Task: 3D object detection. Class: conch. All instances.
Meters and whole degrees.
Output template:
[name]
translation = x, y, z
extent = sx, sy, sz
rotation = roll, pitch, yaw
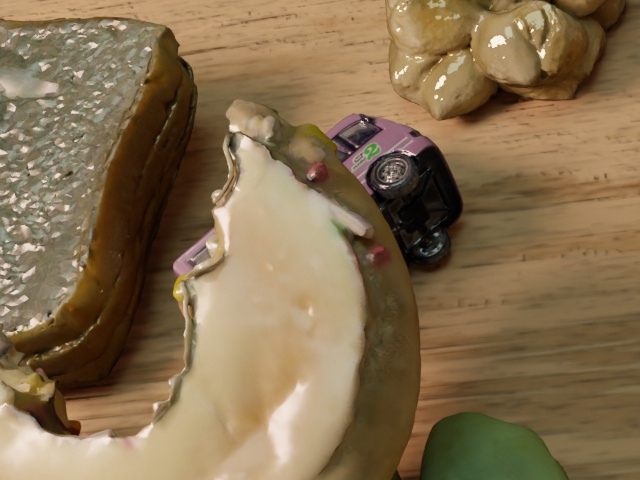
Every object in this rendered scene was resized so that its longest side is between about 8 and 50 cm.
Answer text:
[conch]
translation = 0.110, 0.213, 1.154
extent = 0.143, 0.137, 0.250
rotation = -21, 22, 37

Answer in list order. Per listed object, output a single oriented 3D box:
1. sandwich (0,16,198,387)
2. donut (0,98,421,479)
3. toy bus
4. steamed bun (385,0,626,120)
[sandwich]
translation = -0.244, -0.034, 1.445
extent = 0.271, 0.099, 0.301
rotation = 1, 60, 26
[donut]
translation = -0.098, 0.111, 1.210
extent = 0.371, 0.150, 0.307
rotation = -29, 73, 9
[toy bus]
translation = 0.000, 0.000, 1.365
extent = 0.199, 0.096, 0.108
rotation = -41, 47, -12
[steamed bun]
translation = 0.128, -0.181, 1.462
extent = 0.178, 0.106, 0.192
rotation = 12, 58, 28
